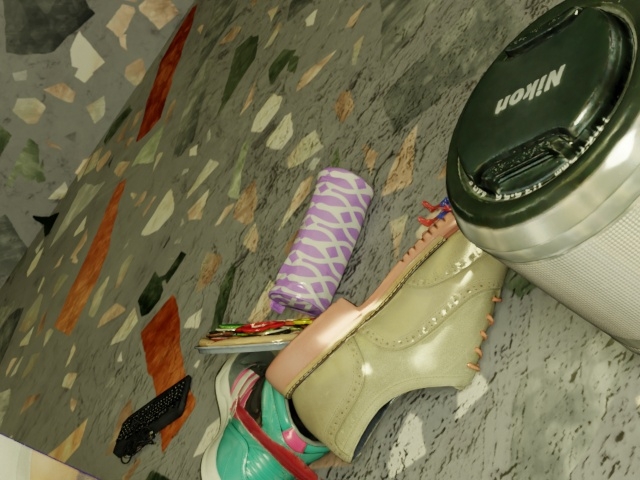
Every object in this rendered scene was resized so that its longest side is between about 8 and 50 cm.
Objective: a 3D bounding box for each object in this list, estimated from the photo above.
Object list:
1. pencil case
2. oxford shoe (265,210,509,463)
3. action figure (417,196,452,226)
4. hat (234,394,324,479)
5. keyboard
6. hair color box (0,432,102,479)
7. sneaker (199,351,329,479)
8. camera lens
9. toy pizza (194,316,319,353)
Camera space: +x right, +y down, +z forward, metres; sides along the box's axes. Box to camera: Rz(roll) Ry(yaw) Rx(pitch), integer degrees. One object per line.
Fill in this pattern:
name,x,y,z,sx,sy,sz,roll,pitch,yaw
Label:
pencil case,0.000,0.000,1.423,0.088,0.086,0.206,2,62,45
oxford shoe,0.135,0.069,1.099,0.397,0.146,0.140,-41,-15,11
action figure,0.159,-0.046,1.261,0.115,0.030,0.038,-21,39,49
hat,-0.003,0.278,1.003,0.208,0.183,0.173,6,67,62
keyboard,-0.273,0.278,1.664,0.192,0.038,0.100,-38,32,37
hair color box,-0.275,0.368,1.210,0.110,0.339,0.185,-17,47,52
sneaker,-0.040,0.180,1.260,0.178,0.124,0.295,-38,20,18
camera lens,0.248,-0.038,0.800,0.219,0.274,0.219,-42,29,30
toy pizza,-0.051,0.110,1.281,0.201,0.201,0.032,-9,85,58
